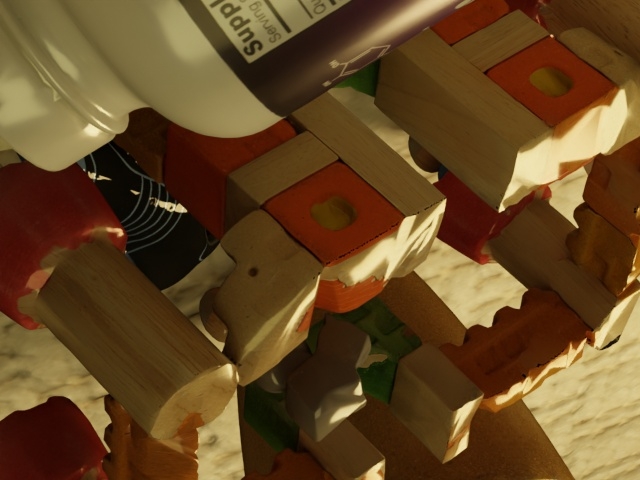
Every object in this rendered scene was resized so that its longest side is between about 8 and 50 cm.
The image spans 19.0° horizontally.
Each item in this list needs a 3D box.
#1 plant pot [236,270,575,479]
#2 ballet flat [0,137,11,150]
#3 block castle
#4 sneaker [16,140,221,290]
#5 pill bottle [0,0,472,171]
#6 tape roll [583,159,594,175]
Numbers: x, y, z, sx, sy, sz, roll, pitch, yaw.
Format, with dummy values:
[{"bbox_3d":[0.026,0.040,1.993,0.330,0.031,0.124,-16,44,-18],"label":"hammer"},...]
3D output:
[{"bbox_3d":[0.032,0.124,1.405,0.237,0.254,0.237,-19,154,-10],"label":"plant pot"},{"bbox_3d":[-0.097,-0.116,0.888,0.400,0.139,0.139,-14,155,9],"label":"ballet flat"},{"bbox_3d":[0.000,0.000,1.127,0.453,0.213,0.303,-31,149,-28],"label":"block castle"},{"bbox_3d":[-0.123,-0.040,1.187,0.090,0.081,0.232,-36,154,-6],"label":"sneaker"},{"bbox_3d":[0.001,-0.161,0.723,0.323,0.181,0.181,-31,153,10],"label":"pill bottle"},{"bbox_3d":[0.304,-0.126,1.329,0.286,0.100,0.286,-19,153,-10],"label":"tape roll"}]
